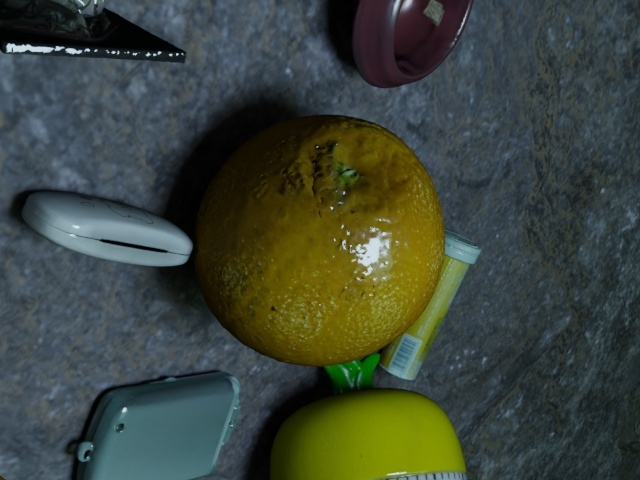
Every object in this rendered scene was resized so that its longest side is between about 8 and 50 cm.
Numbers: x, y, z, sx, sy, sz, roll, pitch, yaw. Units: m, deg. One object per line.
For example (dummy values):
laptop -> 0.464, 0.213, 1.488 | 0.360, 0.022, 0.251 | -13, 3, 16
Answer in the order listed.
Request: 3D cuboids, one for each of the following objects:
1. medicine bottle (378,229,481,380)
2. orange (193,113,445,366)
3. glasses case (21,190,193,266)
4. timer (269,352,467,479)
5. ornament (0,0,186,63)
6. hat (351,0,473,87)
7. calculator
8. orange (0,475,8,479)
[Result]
medicine bottle -> 0.153, 0.093, 1.609 | 0.074, 0.074, 0.218 | 10, 108, -55
orange -> 0.000, 0.000, 1.164 | 0.274, 0.274, 0.274 | -32, 136, -36
glasses case -> -0.200, -0.010, 1.069 | 0.193, 0.074, 0.049 | 11, 108, -54
timer -> 0.055, 0.265, 1.486 | 0.285, 0.285, 0.285 | -32, 136, -36
ornament -> -0.188, -0.252, 0.836 | 0.153, 0.166, 0.196 | -2, 115, -42
hat -> 0.093, -0.267, 1.252 | 0.205, 0.089, 0.205 | -38, 144, -34
calculator -> -0.183, 0.225, 1.287 | 0.246, 0.045, 0.141 | -3, 117, -51
orange -> -0.368, 0.331, 0.879 | 0.357, 0.322, 0.322 | -25, 132, -35
